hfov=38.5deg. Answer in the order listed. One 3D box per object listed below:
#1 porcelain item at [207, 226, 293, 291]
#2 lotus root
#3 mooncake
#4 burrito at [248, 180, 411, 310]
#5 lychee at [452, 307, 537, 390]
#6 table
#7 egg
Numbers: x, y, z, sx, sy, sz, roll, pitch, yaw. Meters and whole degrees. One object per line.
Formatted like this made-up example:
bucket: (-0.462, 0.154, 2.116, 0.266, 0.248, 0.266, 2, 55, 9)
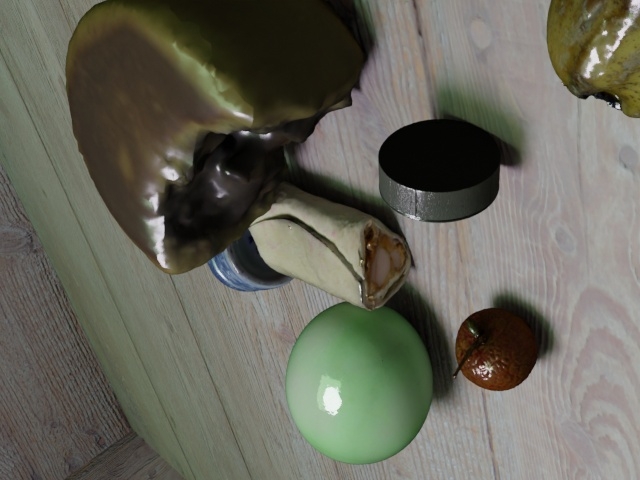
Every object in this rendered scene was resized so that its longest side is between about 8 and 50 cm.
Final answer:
porcelain item: (-0.107, 0.010, 1.487, 0.147, 0.147, 0.114, 60, 153, -9)
lotus root: (0.260, -0.194, 0.642, 0.154, 0.154, 0.278, 49, 154, 13)
mooncake: (-0.126, -0.157, 1.172, 0.394, 0.246, 0.393, 8, 129, 41)
burrito: (-0.001, -0.003, 1.348, 0.299, 0.105, 0.143, 23, 130, 49)
lychee: (0.216, 0.135, 1.129, 0.101, 0.114, 0.140, -3, 153, 10)
table: (0.129, -0.078, 1.002, 0.133, 0.133, 0.043, 34, 145, 36)
egg: (0.056, 0.209, 1.361, 0.220, 0.220, 0.270, 34, 146, 37)
